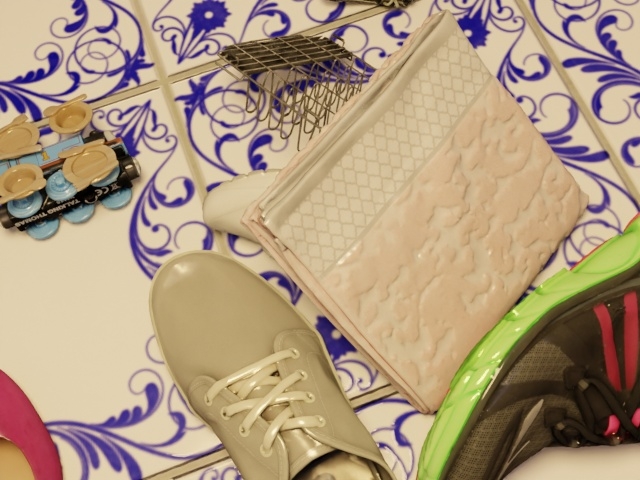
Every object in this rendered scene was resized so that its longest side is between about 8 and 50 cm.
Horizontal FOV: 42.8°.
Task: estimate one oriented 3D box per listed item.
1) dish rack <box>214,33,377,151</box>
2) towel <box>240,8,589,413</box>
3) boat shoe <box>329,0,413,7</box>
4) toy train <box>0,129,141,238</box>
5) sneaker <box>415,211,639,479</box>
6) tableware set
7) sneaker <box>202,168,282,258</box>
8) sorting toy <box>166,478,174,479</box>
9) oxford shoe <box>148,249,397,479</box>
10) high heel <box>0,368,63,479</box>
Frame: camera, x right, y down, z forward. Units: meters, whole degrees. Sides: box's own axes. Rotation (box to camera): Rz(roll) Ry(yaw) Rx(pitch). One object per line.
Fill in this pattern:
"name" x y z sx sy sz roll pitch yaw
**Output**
"dish rack" 0.009 -0.169 0.993 0.208 0.074 0.271 -19 47 -39
"towel" 0.125 -0.030 0.890 0.332 0.053 0.317 -49 114 -15
"boat shoe" 0.105 -0.359 1.111 0.219 0.077 0.070 -16 66 -6
"toy train" -0.318 -0.077 1.013 0.184 0.080 0.105 -24 62 -7
"sneaker" 0.298 0.130 0.837 0.483 0.185 0.202 -36 66 -11
"tableware set" -0.326 -0.109 0.980 0.141 0.020 0.168 -23 53 -9
"sneaker" 0.000 0.000 0.951 0.297 0.111 0.129 11 73 8
"sorting toy" -0.173 0.295 0.868 0.083 0.045 0.075 -17 60 -4
"oxford shoe" -0.044 0.180 0.863 0.169 0.130 0.449 -31 68 -8
"high heel" -0.330 0.280 0.803 0.127 0.181 0.377 -21 68 -6
